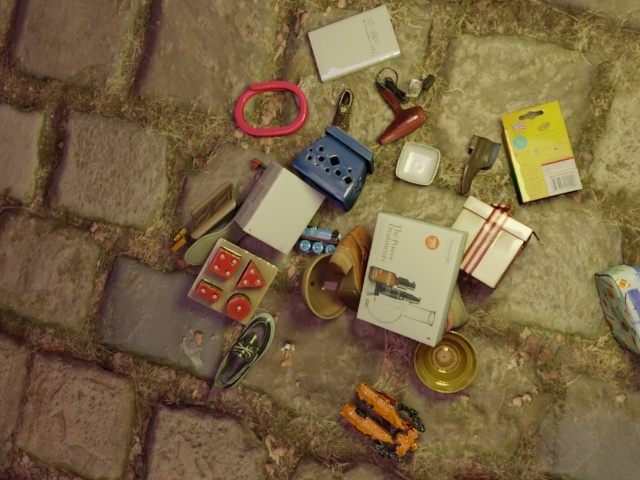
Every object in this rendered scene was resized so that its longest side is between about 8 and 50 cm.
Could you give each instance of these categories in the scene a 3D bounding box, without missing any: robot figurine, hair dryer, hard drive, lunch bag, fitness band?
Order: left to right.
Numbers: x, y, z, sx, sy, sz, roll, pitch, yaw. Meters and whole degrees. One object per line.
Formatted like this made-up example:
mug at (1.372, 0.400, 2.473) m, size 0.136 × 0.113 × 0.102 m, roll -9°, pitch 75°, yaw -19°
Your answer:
fitness band at (-0.190, -0.507, 1.998) m, size 0.291 × 0.054 × 0.208 m, roll -1°, pitch 90°, yaw 11°
hard drive at (0.126, -0.743, 1.951) m, size 0.308 × 0.040 × 0.202 m, roll -17°, pitch 85°, yaw 10°
robot figurine at (0.230, 0.651, 1.853) m, size 0.291 × 0.085 × 0.211 m, roll 36°, pitch 95°, yaw 11°
hair dryer at (0.291, -0.487, 1.909) m, size 0.224 × 0.080 × 0.293 m, roll 16°, pitch 85°, yaw 26°
lunch bag at (1.000, 0.226, 1.646) m, size 0.115 × 0.243 × 0.303 m, roll -22°, pitch 83°, yaw 9°

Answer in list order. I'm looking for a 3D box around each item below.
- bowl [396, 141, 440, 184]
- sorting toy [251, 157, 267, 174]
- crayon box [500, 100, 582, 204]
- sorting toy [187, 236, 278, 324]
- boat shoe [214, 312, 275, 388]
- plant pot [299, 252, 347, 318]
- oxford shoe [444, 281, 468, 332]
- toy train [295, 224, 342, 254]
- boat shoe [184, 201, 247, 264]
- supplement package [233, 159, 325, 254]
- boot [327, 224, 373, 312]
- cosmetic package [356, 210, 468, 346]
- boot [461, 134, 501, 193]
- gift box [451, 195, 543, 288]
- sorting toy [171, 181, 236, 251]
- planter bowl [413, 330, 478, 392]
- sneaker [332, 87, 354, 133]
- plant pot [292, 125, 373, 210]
bowl at (0.357, -0.276, 1.883) m, size 0.142 × 0.053 × 0.142 m, roll 18°, pitch 90°, yaw 11°
sorting toy at (-0.229, -0.278, 1.989) m, size 0.102 × 0.061 × 0.042 m, roll 41°, pitch 96°, yaw 32°
crayon box at (0.762, -0.303, 1.794) m, size 0.202 × 0.081 × 0.318 m, roll -13°, pitch 86°, yaw 10°
sorting toy at (-0.325, 0.162, 1.928) m, size 0.256 × 0.089 × 0.257 m, roll 29°, pitch 93°, yaw -13°
boat shoe at (-0.282, 0.427, 1.940) m, size 0.121 × 0.119 × 0.335 m, roll 31°, pitch 94°, yaw 10°
plant pot at (0.003, 0.161, 1.877) m, size 0.110 × 0.238 × 0.237 m, roll 4°, pitch 88°, yaw 48°
oxford shoe at (0.395, 0.135, 1.840) m, size 0.140 × 0.147 × 0.396 m, roll -40°, pitch 64°, yaw 50°
toy train at (0.000, 0.000, 1.927) m, size 0.184 × 0.080 × 0.105 m, roll 10°, pitch 84°, yaw 11°
boat shoe at (-0.386, -0.038, 1.988) m, size 0.340 × 0.127 × 0.113 m, roll -40°, pitch 42°, yaw 8°
supplement package at (-0.149, -0.120, 1.878) m, size 0.204 × 0.145 × 0.261 m, roll 32°, pitch 95°, yaw -30°
boot at (0.134, 0.104, 1.867) m, size 0.109 × 0.220 × 0.283 m, roll -5°, pitch 125°, yaw 40°
cosmetic package at (0.294, 0.119, 1.686) m, size 0.285 × 0.097 × 0.376 m, roll 16°, pitch 104°, yaw 26°
boot at (0.568, -0.263, 1.829) m, size 0.106 × 0.082 × 0.219 m, roll 13°, pitch 88°, yaw 13°
gift box at (0.578, 0.011, 1.734) m, size 0.276 × 0.255 × 0.258 m, roll 32°, pitch 95°, yaw 16°
sorting toy at (-0.442, -0.084, 1.965) m, size 0.307 × 0.229 × 0.041 m, roll -39°, pitch 119°, yaw 7°
planter bowl at (0.440, 0.420, 1.820) m, size 0.217 × 0.090 × 0.217 m, roll -1°, pitch 87°, yaw 10°
sneaker at (0.080, -0.478, 1.933) m, size 0.066 × 0.071 × 0.188 m, roll 10°, pitch 89°, yaw 11°
plant pot at (0.064, -0.263, 1.852) m, size 0.236 × 0.236 × 0.212 m, roll 37°, pitch 89°, yaw 10°
